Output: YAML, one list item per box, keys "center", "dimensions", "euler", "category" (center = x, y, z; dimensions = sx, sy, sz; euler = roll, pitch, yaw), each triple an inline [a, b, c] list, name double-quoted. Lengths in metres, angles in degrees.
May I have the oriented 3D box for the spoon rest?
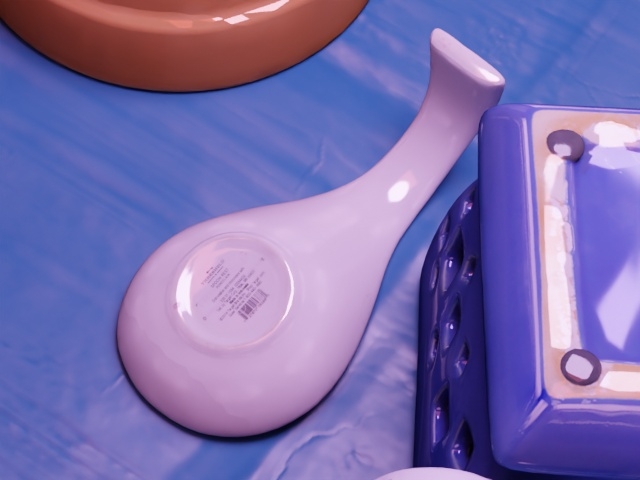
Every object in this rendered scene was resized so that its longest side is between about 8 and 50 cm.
- center: [0.000, 0.000, 0.998]
  dimensions: [0.137, 0.084, 0.276]
  euler: [41, 78, 20]
  category: "spoon rest"

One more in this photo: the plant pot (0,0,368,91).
- center: [-0.090, -0.268, 1.067]
  dimensions: [0.291, 0.203, 0.291]
  euler: [2, 60, -3]
  category: "plant pot"

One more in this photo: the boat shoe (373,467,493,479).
- center: [0.168, 0.238, 0.764]
  dimensions: [0.367, 0.136, 0.156]
  euler: [27, 37, -14]
  category: "boat shoe"

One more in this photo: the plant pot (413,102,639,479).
- center: [0.175, 0.060, 0.881]
  dimensions: [0.236, 0.212, 0.236]
  euler: [3, 57, -2]
  category: "plant pot"
